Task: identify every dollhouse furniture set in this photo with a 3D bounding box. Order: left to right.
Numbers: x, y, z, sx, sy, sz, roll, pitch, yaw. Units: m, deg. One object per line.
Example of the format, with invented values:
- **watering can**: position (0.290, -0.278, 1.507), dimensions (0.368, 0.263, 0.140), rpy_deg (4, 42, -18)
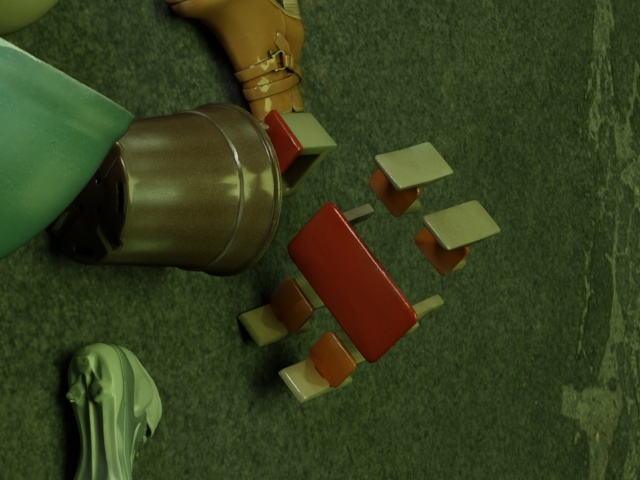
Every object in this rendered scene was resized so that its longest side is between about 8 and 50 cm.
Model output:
- **dollhouse furniture set**: position (0.000, 0.000, 1.579), dimensions (0.135, 0.262, 0.259), rpy_deg (-16, 64, -51)

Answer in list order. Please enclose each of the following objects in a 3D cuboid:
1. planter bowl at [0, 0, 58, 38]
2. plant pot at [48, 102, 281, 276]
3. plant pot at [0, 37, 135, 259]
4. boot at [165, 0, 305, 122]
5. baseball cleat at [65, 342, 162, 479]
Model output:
- **planter bowl**: position (-0.268, -0.257, 1.354), dimensions (0.162, 0.109, 0.162), rpy_deg (11, 76, -51)
- **plant pot**: position (-0.150, -0.043, 1.445), dimensions (0.165, 0.167, 0.167), rpy_deg (-5, 88, -46)
- **plant pot**: position (-0.310, -0.076, 1.160), dimensions (0.293, 0.293, 0.196), rpy_deg (29, 88, -48)
- **boot**: position (-0.077, -0.196, 1.634), dimensions (0.197, 0.073, 0.152), rpy_deg (-13, 99, -51)
- **baseball cleat**: position (-0.179, 0.195, 1.433), dimensions (0.109, 0.072, 0.206), rpy_deg (5, 84, -60)
